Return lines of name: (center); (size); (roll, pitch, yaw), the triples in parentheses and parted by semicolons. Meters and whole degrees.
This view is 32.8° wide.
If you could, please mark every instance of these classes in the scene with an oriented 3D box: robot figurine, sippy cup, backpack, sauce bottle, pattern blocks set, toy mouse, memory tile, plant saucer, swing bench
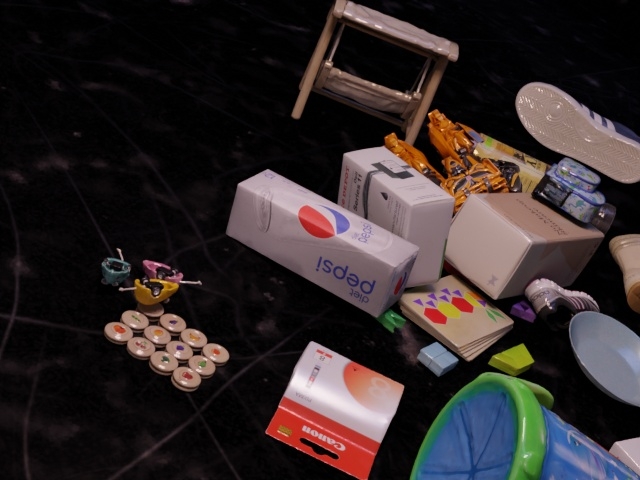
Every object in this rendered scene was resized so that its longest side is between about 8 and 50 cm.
robot figurine: (0.240, -0.128, 2.019); (0.211, 0.085, 0.291); (-30, 40, -8)
sippy cup: (0.255, 0.308, 1.284); (0.224, 0.240, 0.305); (27, 71, -17)
backpack: (0.449, -0.089, 1.925); (0.114, 0.084, 0.105); (37, 25, 10)
sauce bottle: (0.419, -0.108, 2.172); (0.344, 0.111, 0.111); (25, 29, -1)
pattern blocks set: (0.218, 0.118, 1.737); (0.325, 0.026, 0.285); (-7, 41, -43)
toy mouse: (-0.248, 0.051, 1.489); (0.161, 0.031, 0.143); (2, 20, -44)
memory tile: (-0.199, 0.134, 1.418); (0.148, 0.012, 0.113); (32, 30, 13)
plant saucer: (0.474, 0.201, 1.764); (0.195, 0.037, 0.195); (23, 37, -19)
swing bench: (0.108, -0.337, 2.160); (0.253, 0.254, 0.165); (21, 29, -7)

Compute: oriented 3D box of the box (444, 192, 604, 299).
box: (0.350, 0.004, 1.881); (0.148, 0.121, 0.311); (42, 25, 26)

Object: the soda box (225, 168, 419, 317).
soda box: (0.000, 0.000, 1.667); (0.286, 0.098, 0.091); (29, 31, 19)

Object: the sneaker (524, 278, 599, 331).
sneaker: (0.415, 0.123, 1.834); (0.170, 0.063, 0.074); (23, 40, -36)

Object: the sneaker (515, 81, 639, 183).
sneaker: (0.619, -0.255, 2.556); (0.350, 0.131, 0.148); (38, 24, 11)

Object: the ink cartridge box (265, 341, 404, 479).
ink cartridge box: (0.022, 0.218, 1.416); (0.145, 0.045, 0.179); (26, 27, 3)

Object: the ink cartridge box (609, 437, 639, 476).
ink cartridge box: (0.448, 0.359, 1.415); (0.127, 0.128, 0.176); (1, 36, -35)

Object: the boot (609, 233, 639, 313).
boot: (0.687, 0.084, 2.077); (0.262, 0.095, 0.203); (15, 29, -9)

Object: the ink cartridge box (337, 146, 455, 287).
ink cartridge box: (0.113, -0.040, 1.749); (0.087, 0.153, 0.208); (-9, 31, -28)
